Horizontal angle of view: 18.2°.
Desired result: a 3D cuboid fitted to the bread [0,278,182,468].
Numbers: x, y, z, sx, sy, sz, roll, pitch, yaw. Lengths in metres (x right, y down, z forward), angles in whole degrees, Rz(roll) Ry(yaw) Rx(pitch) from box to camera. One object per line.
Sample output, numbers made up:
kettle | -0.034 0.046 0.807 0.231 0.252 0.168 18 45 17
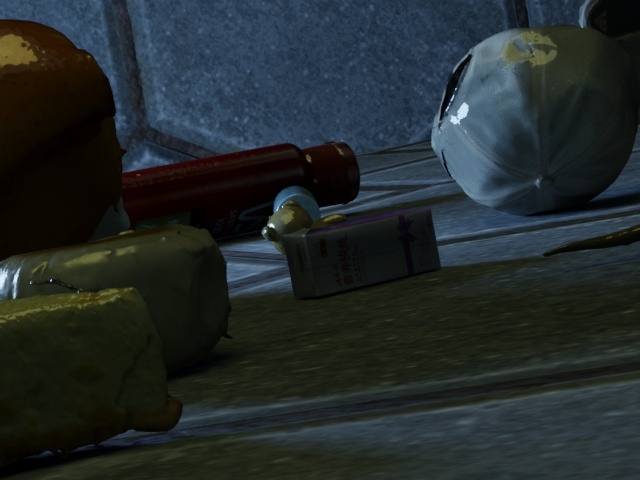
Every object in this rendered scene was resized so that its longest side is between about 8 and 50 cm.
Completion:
bread | -0.133 0.061 0.980 0.109 0.084 0.080 -12 7 -18

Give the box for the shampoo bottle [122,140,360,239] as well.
shampoo bottle | -0.110 -0.047 2.175 0.314 0.076 0.118 -11 -35 -25

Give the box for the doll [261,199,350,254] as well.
doll | -0.002 -0.007 1.745 0.093 0.051 0.061 -10 32 33

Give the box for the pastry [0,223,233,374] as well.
pastry | -0.131 0.042 1.216 0.166 0.088 0.166 -9 3 0

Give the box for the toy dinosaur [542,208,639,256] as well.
toy dinosaur | 0.243 -0.009 1.390 0.162 0.039 0.126 -14 -6 16

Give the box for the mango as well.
mango | -0.296 -0.016 1.435 0.350 0.199 0.201 -36 -13 -3

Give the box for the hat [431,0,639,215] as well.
hat | 0.236 -0.115 1.853 0.275 0.161 0.232 -14 -23 -41

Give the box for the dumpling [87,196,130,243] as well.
dumpling | -0.237 -0.011 1.612 0.166 0.215 0.126 6 19 -21

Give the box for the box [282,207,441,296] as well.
box | 0.031 0.008 1.491 0.117 0.050 0.036 -11 3 -31

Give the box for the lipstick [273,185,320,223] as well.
lipstick | -0.025 -0.030 2.077 0.048 0.048 0.158 -10 5 -1
